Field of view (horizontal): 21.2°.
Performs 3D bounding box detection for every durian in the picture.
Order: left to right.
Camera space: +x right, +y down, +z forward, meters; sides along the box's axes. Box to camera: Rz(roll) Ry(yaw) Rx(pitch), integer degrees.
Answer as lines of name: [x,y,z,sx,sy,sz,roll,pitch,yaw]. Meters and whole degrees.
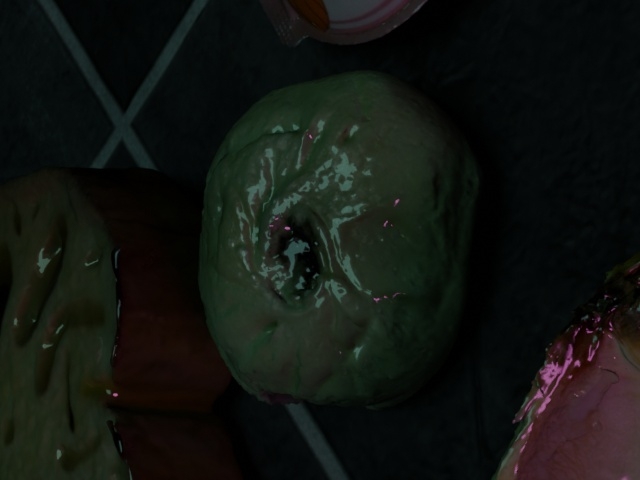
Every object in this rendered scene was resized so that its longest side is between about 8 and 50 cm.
durian: [0.142,0.126,0.870,0.144,0.139,0.252,41,111,38]

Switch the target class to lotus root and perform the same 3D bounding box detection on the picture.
lotus root: [-0.196,0.139,1.250,0.375,0.111,0.391,0,85,48]

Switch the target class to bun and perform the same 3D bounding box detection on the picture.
bun: [0.000,-0.003,1.064,0.221,0.108,0.221,-12,74,45]

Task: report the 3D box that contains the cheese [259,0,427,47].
cheese: [0.053,-0.238,1.082,0.286,0.074,0.189,-44,55,30]
